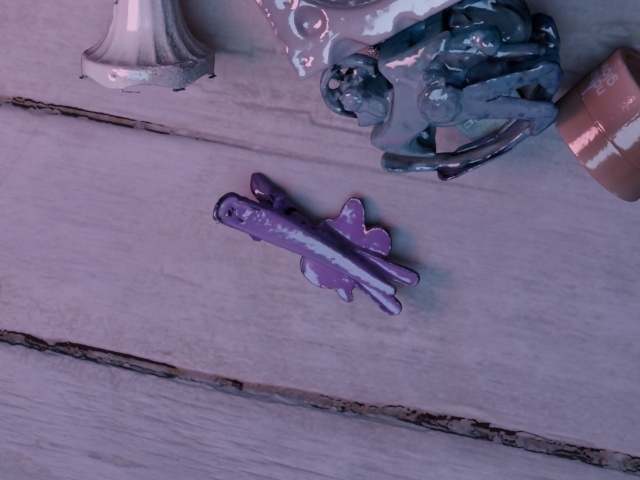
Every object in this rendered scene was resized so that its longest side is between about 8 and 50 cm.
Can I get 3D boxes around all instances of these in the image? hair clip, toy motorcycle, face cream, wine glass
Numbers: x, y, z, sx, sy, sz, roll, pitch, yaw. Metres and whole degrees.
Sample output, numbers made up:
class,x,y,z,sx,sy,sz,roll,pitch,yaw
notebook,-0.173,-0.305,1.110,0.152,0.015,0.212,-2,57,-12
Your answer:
class,x,y,z,sx,sy,sz,roll,pitch,yaw
hair clip,-0.003,-0.006,1.670,0.278,0.090,0.137,26,108,-10
toy motorcycle,0.147,-0.169,1.462,0.260,0.154,0.206,-25,126,25
face cream,0.349,-0.132,1.471,0.149,0.149,0.104,43,118,-10
wine glass,-0.209,-0.285,1.529,0.165,0.165,0.196,3,111,12

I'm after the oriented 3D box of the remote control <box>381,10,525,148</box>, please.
class,x,y,z,sx,sy,sz,roll,pitch,yaw
remote control,0.154,-0.210,1.539,0.097,0.045,0.256,-37,101,21

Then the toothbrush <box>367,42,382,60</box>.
class,x,y,z,sx,sy,sz,roll,pitch,yaw
toothbrush,-0.005,-0.317,1.533,0.030,0.030,0.304,-34,103,27

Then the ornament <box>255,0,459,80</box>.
class,x,y,z,sx,sy,sz,roll,pitch,yaw
ornament,0.053,-0.345,1.362,0.240,0.240,0.239,-24,100,24
